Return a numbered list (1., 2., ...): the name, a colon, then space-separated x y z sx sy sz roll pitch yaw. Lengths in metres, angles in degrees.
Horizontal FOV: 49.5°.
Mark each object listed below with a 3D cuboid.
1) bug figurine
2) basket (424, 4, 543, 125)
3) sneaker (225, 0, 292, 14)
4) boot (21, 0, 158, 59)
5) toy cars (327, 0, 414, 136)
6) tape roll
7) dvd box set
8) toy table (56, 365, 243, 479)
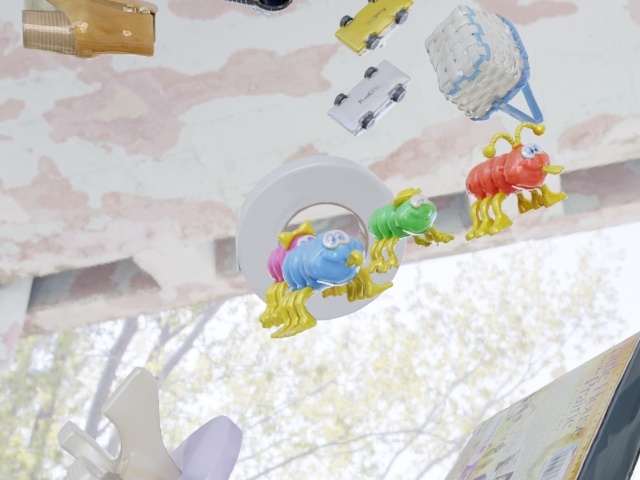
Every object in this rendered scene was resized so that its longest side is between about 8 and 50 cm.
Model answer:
1. bug figurine: 0.054 -0.007 0.561 0.279 0.072 0.216 -24 0 -29
2. basket: 0.394 -0.403 1.621 0.288 0.255 0.201 13 -39 -30
3. sneaker: -0.162 -0.509 1.374 0.232 0.082 0.090 6 3 -33
4. boot: -0.380 -0.395 1.146 0.211 0.295 0.104 -2 -39 -22
5. toy cars: 0.118 -0.396 1.568 0.176 0.394 0.087 2 -22 8
6. tape roll: 0.000 0.000 1.579 0.391 0.072 0.392 -4 -67 -9
7. dvd box set: 0.290 0.318 0.981 0.062 0.307 0.420 41 -39 5
8. toy table: -0.243 0.298 0.854 0.161 0.274 0.252 44 -28 -17
